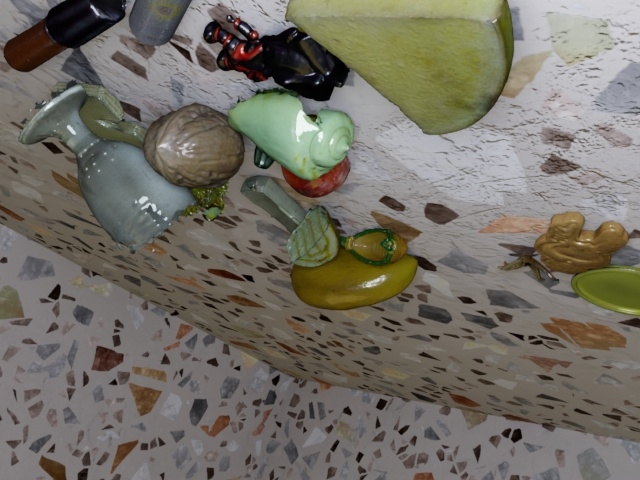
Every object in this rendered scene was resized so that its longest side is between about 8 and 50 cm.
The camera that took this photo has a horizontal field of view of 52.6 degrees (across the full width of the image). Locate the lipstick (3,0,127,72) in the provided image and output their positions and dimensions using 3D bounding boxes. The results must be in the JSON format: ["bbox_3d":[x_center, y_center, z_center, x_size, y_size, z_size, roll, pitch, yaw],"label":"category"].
[{"bbox_3d":[-0.469,-0.367,1.148,0.418,0.077,0.077,-1,151,47],"label":"lipstick"}]

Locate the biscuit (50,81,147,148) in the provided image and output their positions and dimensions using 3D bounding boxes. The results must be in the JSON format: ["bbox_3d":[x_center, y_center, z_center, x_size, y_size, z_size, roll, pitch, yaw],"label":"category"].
[{"bbox_3d":[-0.470,-0.262,1.451,0.147,0.046,0.250,9,155,26],"label":"biscuit"}]

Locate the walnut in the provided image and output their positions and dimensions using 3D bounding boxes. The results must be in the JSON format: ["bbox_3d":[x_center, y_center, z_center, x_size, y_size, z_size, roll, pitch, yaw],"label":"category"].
[{"bbox_3d":[-0.243,-0.178,1.243,0.178,0.178,0.230,13,-168,20],"label":"walnut"}]

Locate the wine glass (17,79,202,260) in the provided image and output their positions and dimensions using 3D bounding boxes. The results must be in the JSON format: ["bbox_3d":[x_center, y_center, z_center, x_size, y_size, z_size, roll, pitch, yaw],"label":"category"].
[{"bbox_3d":[-0.417,-0.134,1.306,0.357,0.190,0.190,49,153,-10],"label":"wine glass"}]

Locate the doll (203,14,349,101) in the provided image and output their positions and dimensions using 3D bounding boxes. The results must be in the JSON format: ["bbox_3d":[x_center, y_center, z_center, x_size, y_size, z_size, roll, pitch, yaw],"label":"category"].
[{"bbox_3d":[-0.062,-0.280,0.987,0.249,0.088,0.127,20,-178,30],"label":"doll"}]

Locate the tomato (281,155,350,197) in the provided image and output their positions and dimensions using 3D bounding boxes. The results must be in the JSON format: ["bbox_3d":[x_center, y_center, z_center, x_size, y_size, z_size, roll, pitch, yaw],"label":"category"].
[{"bbox_3d":[-0.019,-0.137,1.278,0.139,0.091,0.159,13,156,17],"label":"tomato"}]

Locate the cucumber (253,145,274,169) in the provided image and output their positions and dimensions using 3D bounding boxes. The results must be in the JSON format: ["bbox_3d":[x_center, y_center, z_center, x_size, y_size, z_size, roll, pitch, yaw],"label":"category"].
[{"bbox_3d":[-0.101,-0.177,1.246,0.048,0.105,0.048,10,151,6],"label":"cucumber"}]

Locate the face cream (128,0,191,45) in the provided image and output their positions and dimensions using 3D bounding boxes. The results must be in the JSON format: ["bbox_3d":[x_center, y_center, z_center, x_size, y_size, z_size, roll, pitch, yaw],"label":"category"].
[{"bbox_3d":[-0.207,-0.366,0.906,0.073,0.073,0.283,28,158,-19],"label":"face cream"}]

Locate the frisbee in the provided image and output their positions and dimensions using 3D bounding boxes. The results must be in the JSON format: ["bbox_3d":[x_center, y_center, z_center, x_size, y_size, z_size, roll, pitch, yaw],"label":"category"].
[{"bbox_3d":[0.650,0.107,1.362,0.236,0.017,0.236,18,160,7],"label":"frisbee"}]

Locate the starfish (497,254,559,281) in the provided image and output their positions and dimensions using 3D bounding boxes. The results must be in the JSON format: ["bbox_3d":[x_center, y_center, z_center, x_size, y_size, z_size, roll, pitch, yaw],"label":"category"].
[{"bbox_3d":[0.443,0.051,1.374,0.133,0.041,0.130,15,171,22],"label":"starfish"}]

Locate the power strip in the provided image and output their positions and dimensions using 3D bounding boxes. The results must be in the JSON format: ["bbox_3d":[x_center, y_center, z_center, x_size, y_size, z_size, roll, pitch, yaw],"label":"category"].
[{"bbox_3d":[-0.083,-0.069,1.567,0.080,0.048,0.286,6,155,39],"label":"power strip"}]

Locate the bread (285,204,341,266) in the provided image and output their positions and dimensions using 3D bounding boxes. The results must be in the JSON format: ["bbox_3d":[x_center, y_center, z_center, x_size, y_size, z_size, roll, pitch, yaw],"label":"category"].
[{"bbox_3d":[0.005,-0.003,1.539,0.110,0.103,0.156,21,131,-32],"label":"bread"}]

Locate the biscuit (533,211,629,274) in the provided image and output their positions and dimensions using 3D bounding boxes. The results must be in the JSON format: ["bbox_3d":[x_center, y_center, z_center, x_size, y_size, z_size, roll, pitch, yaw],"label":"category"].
[{"bbox_3d":[0.496,0.014,1.261,0.144,0.040,0.236,21,158,13],"label":"biscuit"}]

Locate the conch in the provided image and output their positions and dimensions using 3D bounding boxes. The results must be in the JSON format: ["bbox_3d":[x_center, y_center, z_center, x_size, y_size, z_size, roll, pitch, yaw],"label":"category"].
[{"bbox_3d":[-0.058,-0.206,1.140,0.251,0.137,0.143,35,-170,15],"label":"conch"}]

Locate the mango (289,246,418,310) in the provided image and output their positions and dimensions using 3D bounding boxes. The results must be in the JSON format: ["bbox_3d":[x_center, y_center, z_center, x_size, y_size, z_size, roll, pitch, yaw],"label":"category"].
[{"bbox_3d":[0.070,0.094,1.631,0.332,0.195,0.142,1,128,36],"label":"mango"}]

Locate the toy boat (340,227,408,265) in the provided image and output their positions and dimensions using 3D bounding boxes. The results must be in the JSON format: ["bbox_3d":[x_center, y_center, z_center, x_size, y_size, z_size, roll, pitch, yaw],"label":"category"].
[{"bbox_3d":[0.124,0.013,1.513,0.088,0.088,0.229,13,175,-25],"label":"toy boat"}]

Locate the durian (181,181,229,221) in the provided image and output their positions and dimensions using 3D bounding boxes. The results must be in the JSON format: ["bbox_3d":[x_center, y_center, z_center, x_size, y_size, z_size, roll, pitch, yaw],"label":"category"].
[{"bbox_3d":[-0.302,-0.142,1.469,0.198,0.146,0.159,4,138,26],"label":"durian"}]

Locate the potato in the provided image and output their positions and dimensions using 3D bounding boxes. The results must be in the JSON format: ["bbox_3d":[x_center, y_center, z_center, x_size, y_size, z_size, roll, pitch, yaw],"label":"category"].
[{"bbox_3d":[0.129,-0.247,0.845,0.269,0.112,0.255,13,162,27],"label":"potato"}]
